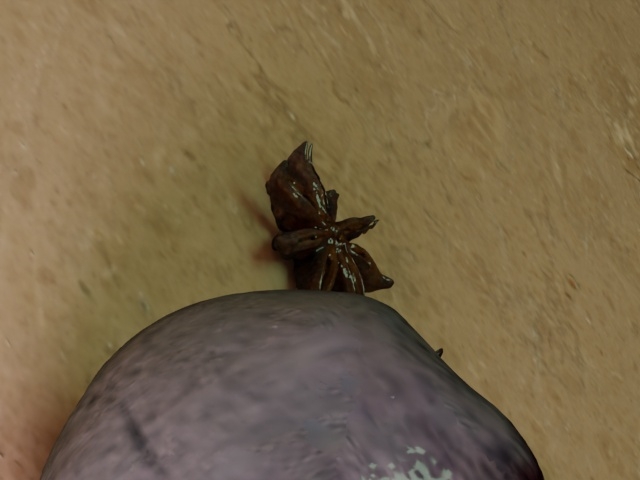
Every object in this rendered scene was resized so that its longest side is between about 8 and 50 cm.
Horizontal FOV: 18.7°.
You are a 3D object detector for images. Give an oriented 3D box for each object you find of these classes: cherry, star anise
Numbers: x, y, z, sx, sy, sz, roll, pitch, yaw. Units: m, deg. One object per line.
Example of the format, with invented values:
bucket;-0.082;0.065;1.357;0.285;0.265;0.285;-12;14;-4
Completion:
cherry;-0.016;0.144;0.974;0.255;0.218;0.296;37;40;15
star anise;-0.001;0.001;1.355;0.141;0.042;0.141;45;29;-34
